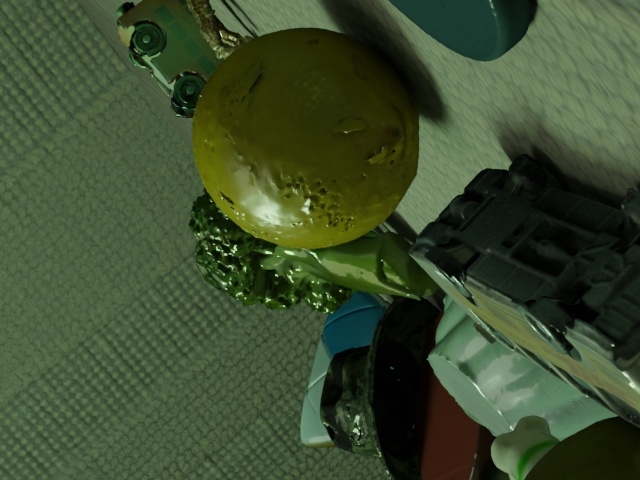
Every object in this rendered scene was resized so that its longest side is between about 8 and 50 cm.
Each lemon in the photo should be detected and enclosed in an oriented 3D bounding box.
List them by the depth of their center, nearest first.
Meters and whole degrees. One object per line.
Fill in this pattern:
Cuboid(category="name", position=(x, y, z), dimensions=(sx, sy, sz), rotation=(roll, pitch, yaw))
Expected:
Cuboid(category="lemon", position=(-0.008, -0.077, 1.292), dimensions=(0.173, 0.173, 0.206), rotation=(52, 155, -20))

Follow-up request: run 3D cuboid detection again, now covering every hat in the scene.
Cuboid(category="hat", position=(0.073, 0.189, 2.000), dimensions=(0.128, 0.266, 0.265), rotation=(-7, 136, 32))

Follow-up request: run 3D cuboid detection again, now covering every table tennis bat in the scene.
Cuboid(category="table tennis bat", position=(0.014, -0.197, 0.965), dimensions=(0.215, 0.044, 0.329), rotation=(52, 173, -27))
Cuboid(category="table tennis bat", position=(0.141, 0.224, 1.827), dimensions=(0.200, 0.038, 0.310), rotation=(133, 138, -67))

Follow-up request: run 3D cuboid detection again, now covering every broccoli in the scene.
Cuboid(category="broccoli", position=(-0.025, -0.021, 1.901), dimensions=(0.254, 0.186, 0.302), rotation=(16, 162, -16))

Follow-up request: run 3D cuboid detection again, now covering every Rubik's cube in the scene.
Cuboid(category="Rubik's cube", position=(0.053, 0.181, 2.356), dimensions=(0.254, 0.254, 0.254), rotation=(50, 175, 6))

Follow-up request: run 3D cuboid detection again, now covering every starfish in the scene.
Cuboid(category="starfish", position=(-0.145, -0.268, 1.752), dimensions=(0.210, 0.053, 0.150), rotation=(53, 170, -10))

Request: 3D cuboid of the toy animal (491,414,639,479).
Cuboid(category="toy animal", position=(0.201, 0.209, 1.159), dimensions=(0.363, 0.181, 0.180), rotation=(47, -135, -82))

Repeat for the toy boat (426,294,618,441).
Cuboid(category="toy boat", position=(0.169, 0.109, 1.489), dimensions=(0.199, 0.100, 0.290), rotation=(52, 173, -9))

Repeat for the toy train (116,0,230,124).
Cuboid(category="toy train", position=(-0.162, -0.217, 2.005), dimensions=(0.188, 0.099, 0.072), rotation=(51, 172, 5))

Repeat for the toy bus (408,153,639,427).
Cuboid(category="toy bus", position=(0.166, 0.035, 1.035), dimensions=(0.138, 0.097, 0.342), rotation=(45, 175, -17))

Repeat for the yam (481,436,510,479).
Cuboid(category="yam", position=(0.239, 0.284, 1.831), dimensions=(0.161, 0.161, 0.268), rotation=(52, 172, -22))
